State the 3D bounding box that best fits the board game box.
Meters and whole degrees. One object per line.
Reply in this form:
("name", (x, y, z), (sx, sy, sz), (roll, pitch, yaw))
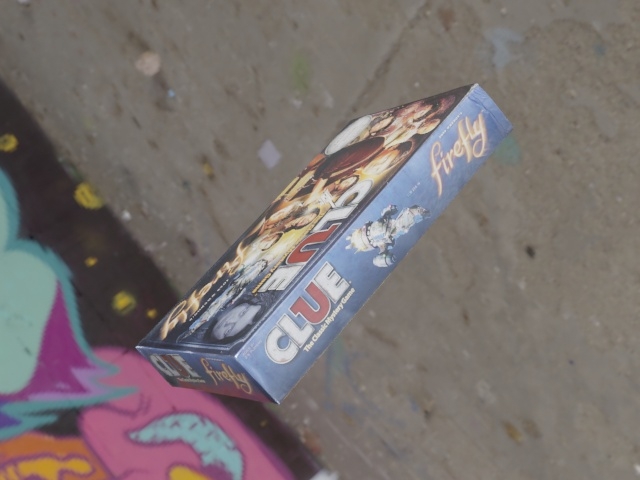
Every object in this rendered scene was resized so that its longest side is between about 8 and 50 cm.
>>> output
("board game box", (0.000, 0.000, 0.735), (0.042, 0.243, 0.165), (50, 156, -18))
